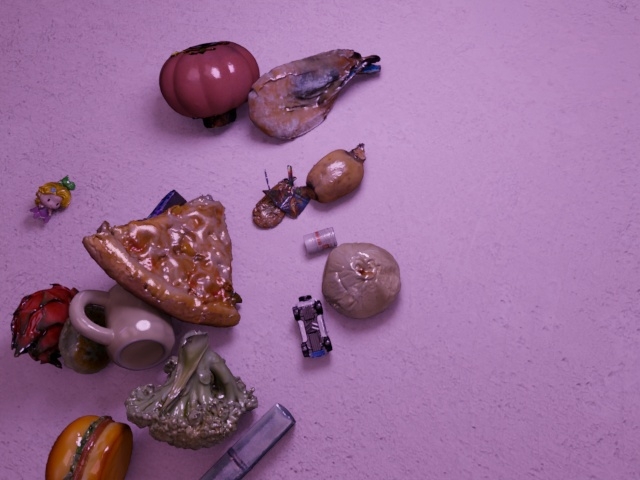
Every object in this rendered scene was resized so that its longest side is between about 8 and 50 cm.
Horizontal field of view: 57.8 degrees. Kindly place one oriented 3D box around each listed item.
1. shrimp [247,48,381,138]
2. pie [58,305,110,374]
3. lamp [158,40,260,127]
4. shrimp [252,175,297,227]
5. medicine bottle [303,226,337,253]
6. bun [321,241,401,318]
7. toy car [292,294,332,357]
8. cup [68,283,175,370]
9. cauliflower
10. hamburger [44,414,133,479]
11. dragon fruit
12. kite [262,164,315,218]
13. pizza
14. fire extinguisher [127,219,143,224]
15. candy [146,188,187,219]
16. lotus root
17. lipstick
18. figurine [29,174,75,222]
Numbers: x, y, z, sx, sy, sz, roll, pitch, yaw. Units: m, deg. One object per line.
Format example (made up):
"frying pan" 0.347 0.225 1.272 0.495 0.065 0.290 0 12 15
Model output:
"shrimp" -0.010 -0.452 1.740 0.445 0.221 0.110 -27 31 -11
"pie" -0.619 0.268 1.562 0.041 0.187 0.187 -1 70 32
"lamp" -0.327 -0.466 1.744 0.305 0.240 0.305 -10 28 5
"shrimp" -0.130 -0.116 1.708 0.091 0.043 0.184 32 84 9
"medicine bottle" 0.000 0.000 1.640 0.089 0.057 0.057 -17 70 2
"bun" 0.109 0.101 1.551 0.220 0.134 0.221 -1 70 3
"toy car" -0.023 0.229 1.558 0.080 0.070 0.171 -16 72 2
"cup" -0.499 0.201 1.506 0.173 0.255 0.202 -33 45 8
"cauliflower" -0.318 0.379 1.466 0.326 0.260 0.281 10 73 -26
"hamburger" -0.581 0.552 1.432 0.169 0.246 0.246 15 74 3
"dragon fruit" -0.735 0.231 1.569 0.193 0.192 0.274 29 35 11
"kite" -0.082 -0.141 1.694 0.182 0.010 0.160 -9 94 -21
"pizza" -0.357 0.077 1.555 0.434 0.080 0.392 -27 83 -43
"fire extinguisher" -0.491 0.051 1.681 0.099 0.071 0.231 -16 70 -15
"candy" -0.483 -0.017 1.626 0.061 0.088 0.312 42 47 -18
"lotus root" 0.054 -0.195 1.665 0.220 0.125 0.118 -37 30 -3
"lipstick" -0.185 0.537 1.471 0.289 0.077 0.076 -42 71 -9
"figurine" -0.822 -0.143 1.780 0.156 0.094 0.115 -51 51 8
